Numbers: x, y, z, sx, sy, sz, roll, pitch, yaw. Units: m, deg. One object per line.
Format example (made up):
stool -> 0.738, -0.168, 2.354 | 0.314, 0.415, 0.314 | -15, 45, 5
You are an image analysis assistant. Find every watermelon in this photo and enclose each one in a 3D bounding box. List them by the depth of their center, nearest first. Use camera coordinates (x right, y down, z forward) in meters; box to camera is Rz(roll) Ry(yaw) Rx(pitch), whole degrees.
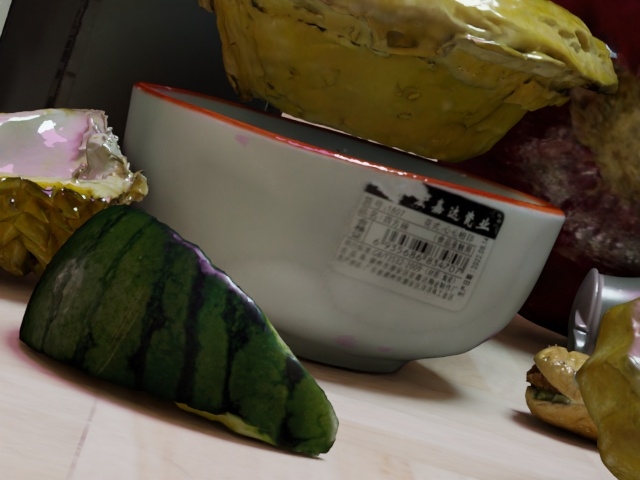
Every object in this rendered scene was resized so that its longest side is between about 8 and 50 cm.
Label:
watermelon -> -0.072, 0.027, 0.885 | 0.092, 0.075, 0.181 | 17, 3, -40

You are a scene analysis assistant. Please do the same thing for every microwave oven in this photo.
microwave oven -> -0.133, -0.136, 1.425 | 0.178, 0.247, 0.188 | 17, 7, -31

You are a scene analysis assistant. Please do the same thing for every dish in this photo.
dish -> 0.000, 0.000, 1.122 | 0.256, 0.117, 0.256 | 17, 6, -2

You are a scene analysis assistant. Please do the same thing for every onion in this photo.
onion -> 0.299, -0.105, 1.483 | 0.398, 0.398, 0.420 | 18, 33, 8

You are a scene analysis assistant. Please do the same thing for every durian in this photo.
durian -> -0.157, -0.026, 1.087 | 0.140, 0.078, 0.224 | 0, 15, 0

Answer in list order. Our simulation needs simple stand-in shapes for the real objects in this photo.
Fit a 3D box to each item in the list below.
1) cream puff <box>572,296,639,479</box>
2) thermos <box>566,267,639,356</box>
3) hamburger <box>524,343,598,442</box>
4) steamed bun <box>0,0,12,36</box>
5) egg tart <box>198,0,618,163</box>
cream puff -> 0.193, 0.087, 0.919 | 0.146, 0.146, 0.116 | 19, -32, 20
thermos -> 0.253, 0.076, 1.278 | 0.193, 0.105, 0.137 | 13, 37, -2
hamburger -> 0.152, 0.088, 1.094 | 0.083, 0.044, 0.076 | 15, 8, 8
steamed bun -> -0.367, -0.249, 1.740 | 0.343, 0.255, 0.367 | 12, 5, -4
egg tart -> 0.034, -0.119, 1.218 | 0.295, 0.116, 0.295 | 18, 4, -1
